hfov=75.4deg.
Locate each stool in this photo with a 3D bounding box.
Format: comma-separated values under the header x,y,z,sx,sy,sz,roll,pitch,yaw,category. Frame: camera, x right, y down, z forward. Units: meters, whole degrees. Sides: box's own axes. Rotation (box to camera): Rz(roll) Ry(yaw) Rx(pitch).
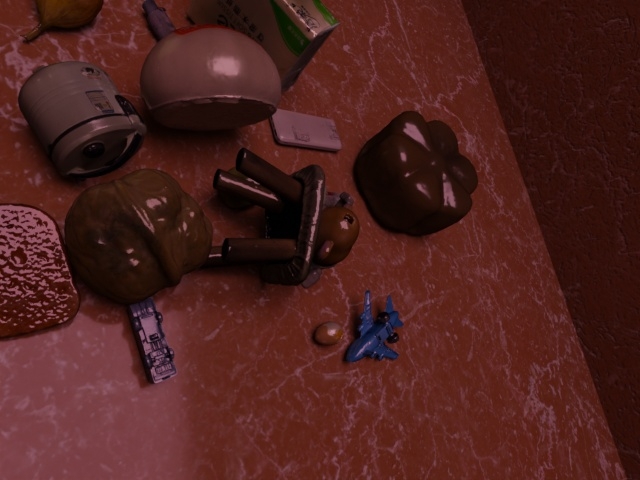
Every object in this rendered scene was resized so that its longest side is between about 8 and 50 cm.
x,y,z,sx,sy,sz,roll,pitch,yaw,category
-0.157,-0.052,1.068,0.226,0.310,0.311,13,79,-26,stool

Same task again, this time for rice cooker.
x,y,z,sx,sy,sz,roll,pitch,yaw,category
-0.546,-0.273,0.974,0.226,0.226,0.244,-30,84,-41,rice cooker

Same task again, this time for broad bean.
x,y,z,sx,sy,sz,roll,pitch,yaw,category
-0.222,-0.168,1.247,0.174,0.082,0.125,-23,86,-42,broad bean

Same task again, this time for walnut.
x,y,z,sx,sy,sz,roll,pitch,yaw,category
-0.399,-0.014,0.923,0.282,0.253,0.277,-55,129,-50,walnut

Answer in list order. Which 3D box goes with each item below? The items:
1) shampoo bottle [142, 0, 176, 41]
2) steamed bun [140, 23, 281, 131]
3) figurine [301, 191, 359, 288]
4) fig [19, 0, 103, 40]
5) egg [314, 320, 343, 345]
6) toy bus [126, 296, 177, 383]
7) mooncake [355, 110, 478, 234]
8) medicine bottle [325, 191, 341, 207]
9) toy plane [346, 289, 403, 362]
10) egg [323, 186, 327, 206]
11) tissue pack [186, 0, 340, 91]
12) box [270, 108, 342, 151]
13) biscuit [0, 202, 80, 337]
x,y,z,sx,sy,sz,roll,pitch,yaw,category
-0.483,-0.652,1.298,0.072,0.072,0.214,-32,90,-41,shampoo bottle
-0.295,-0.445,1.131,0.374,0.374,0.242,-7,93,-38,steamed bun
0.001,0.000,1.198,0.167,0.284,0.343,21,60,-29,figurine
-0.700,-0.621,1.095,0.159,0.159,0.257,34,70,-19,fig
0.023,0.275,1.222,0.083,0.071,0.071,-6,72,-34,egg
-0.387,0.227,0.941,0.064,0.075,0.191,-13,76,-41,toy bus
0.378,-0.255,1.615,0.466,0.262,0.468,14,63,-30,mooncake
0.030,-0.139,1.433,0.091,0.058,0.058,1,68,-36,medicine bottle
0.175,0.296,1.310,0.271,0.105,0.254,-39,108,-45,toy plane
-0.049,-0.133,1.330,0.131,0.131,0.164,43,63,-12,egg
-0.197,-0.735,1.372,0.405,0.331,0.205,47,48,-8,tissue pack
-0.049,-0.402,1.513,0.284,0.044,0.142,-1,67,-36,box
-0.646,0.066,0.823,0.262,0.052,0.277,-20,97,-33,biscuit
